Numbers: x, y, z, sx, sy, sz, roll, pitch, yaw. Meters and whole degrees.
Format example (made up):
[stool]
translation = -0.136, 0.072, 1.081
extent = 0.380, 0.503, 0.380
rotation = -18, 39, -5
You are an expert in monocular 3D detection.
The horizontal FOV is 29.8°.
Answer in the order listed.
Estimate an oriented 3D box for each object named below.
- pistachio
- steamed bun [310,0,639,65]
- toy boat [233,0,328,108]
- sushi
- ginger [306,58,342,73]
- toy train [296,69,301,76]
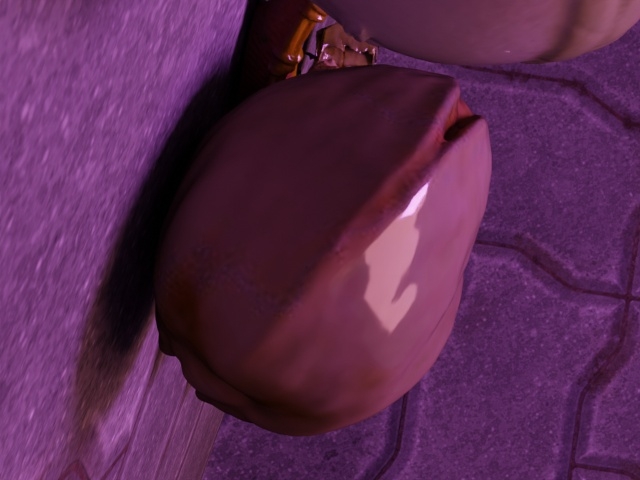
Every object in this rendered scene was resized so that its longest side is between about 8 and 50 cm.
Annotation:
[pistachio]
translation = 0.000, 0.000, 1.087
extent = 0.365, 0.281, 0.445
rotation = -41, -176, 24
[steamed bun]
translation = 0.107, -0.247, 0.559
extent = 0.309, 0.309, 0.309
rotation = 19, 90, -89
[toy boat]
translation = -0.035, -0.169, 1.236
extent = 0.318, 0.099, 0.141
rotation = 103, 3, -56
[sushi]
translation = -0.003, -0.214, 1.916
extent = 0.131, 0.139, 0.291
rotation = -101, -155, -50
[ginger]
translation = -0.031, -0.158, 1.521
extent = 0.176, 0.052, 0.193
rotation = -62, -166, 16
[toy train]
translation = -0.019, -0.111, 1.732
extent = 0.266, 0.145, 0.202
rotation = -69, -179, -47
